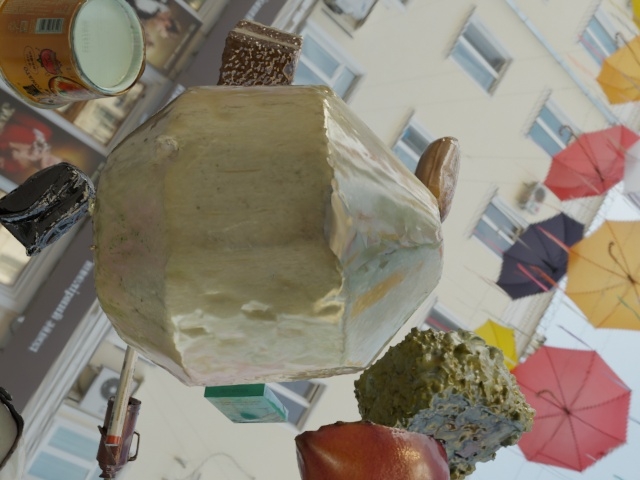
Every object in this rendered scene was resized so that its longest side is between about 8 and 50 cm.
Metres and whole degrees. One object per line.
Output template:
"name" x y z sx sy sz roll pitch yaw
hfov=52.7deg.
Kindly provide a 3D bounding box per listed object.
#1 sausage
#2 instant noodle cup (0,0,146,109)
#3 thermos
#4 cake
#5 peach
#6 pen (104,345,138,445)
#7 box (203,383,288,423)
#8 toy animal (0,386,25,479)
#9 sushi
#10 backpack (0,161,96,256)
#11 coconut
"sausage" 0.268 -0.157 1.482 0.112 0.112 0.328 -30 -156 39
"instant noodle cup" -0.411 -0.328 1.090 0.172 0.216 0.216 8 -118 28
"thermos" -0.572 0.565 1.827 0.099 0.124 0.232 7 -94 65
"cake" -0.106 -0.297 1.114 0.147 0.134 0.135 -92 -162 -54
"peach" 0.099 0.499 1.309 0.257 0.361 0.201 -37 -140 40
"pen" -0.354 0.259 1.174 0.026 0.026 0.218 -20 -124 48
"box" -0.190 0.430 1.696 0.160 0.226 0.042 -3 -122 13
"toy animal" -0.484 0.356 0.882 0.183 0.247 0.310 -54 166 -51
"sushi" 0.315 0.408 1.623 0.351 0.396 0.240 -53 -151 25
"backpack" -0.479 -0.065 1.144 0.165 0.120 0.106 -34 -153 -5
"coconut" -0.040 -0.008 0.678 0.352 0.352 0.353 -38 -148 29
